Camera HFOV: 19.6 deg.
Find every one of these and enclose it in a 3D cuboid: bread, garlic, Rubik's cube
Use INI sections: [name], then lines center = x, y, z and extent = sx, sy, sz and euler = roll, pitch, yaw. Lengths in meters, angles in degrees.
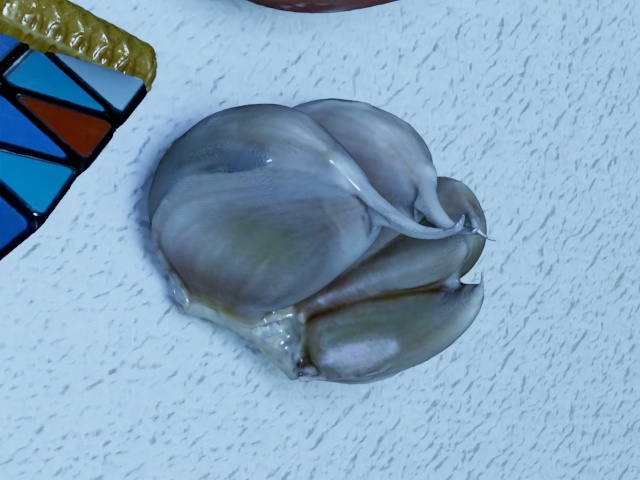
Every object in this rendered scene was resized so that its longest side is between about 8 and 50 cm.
[bread]
center = -0.182, -0.144, 1.333
extent = 0.157, 0.044, 0.052
euler = 26, 90, -39
[garlic]
center = 0.000, 0.000, 1.402
extent = 0.210, 0.292, 0.237
euler = -20, 73, -42
[Rubik's cube]
center = -0.253, 0.006, 1.228
extent = 0.284, 0.250, 0.234
euler = 14, 117, -35

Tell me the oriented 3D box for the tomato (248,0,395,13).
[tomato]
center = 0.021, -0.326, 1.310
extent = 0.341, 0.273, 0.341
euler = -11, 107, -39
